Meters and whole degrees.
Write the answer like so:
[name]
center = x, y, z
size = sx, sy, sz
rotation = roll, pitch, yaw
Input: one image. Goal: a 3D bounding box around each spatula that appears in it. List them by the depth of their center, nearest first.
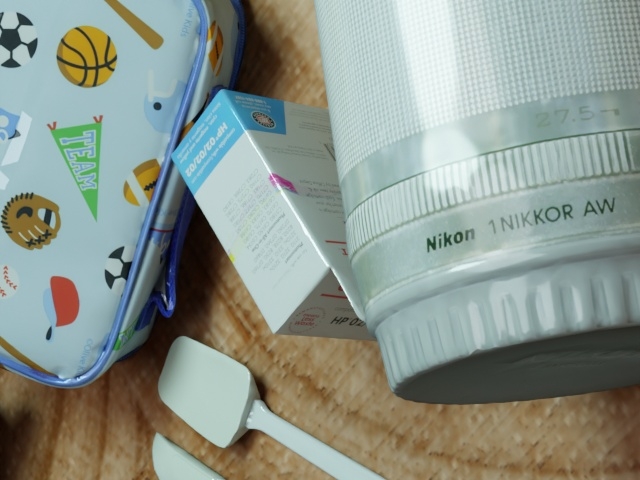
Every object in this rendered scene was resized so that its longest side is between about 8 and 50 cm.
[spatula]
center = -0.036, 0.176, 1.247
size = 0.242, 0.019, 0.168
rotation = 27, 103, 42

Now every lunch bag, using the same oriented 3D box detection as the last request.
[lunch bag]
center = -0.185, -0.058, 1.305
size = 0.243, 0.115, 0.303
rotation = 20, 103, 7

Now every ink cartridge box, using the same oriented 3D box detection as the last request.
[ink cartridge box]
center = 0.000, 0.000, 1.173
size = 0.061, 0.104, 0.181
rotation = -50, 55, 28

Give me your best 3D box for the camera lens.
[camera lens]
center = 0.113, -0.071, 0.997
size = 0.219, 0.219, 0.274
rotation = -19, 72, 40
